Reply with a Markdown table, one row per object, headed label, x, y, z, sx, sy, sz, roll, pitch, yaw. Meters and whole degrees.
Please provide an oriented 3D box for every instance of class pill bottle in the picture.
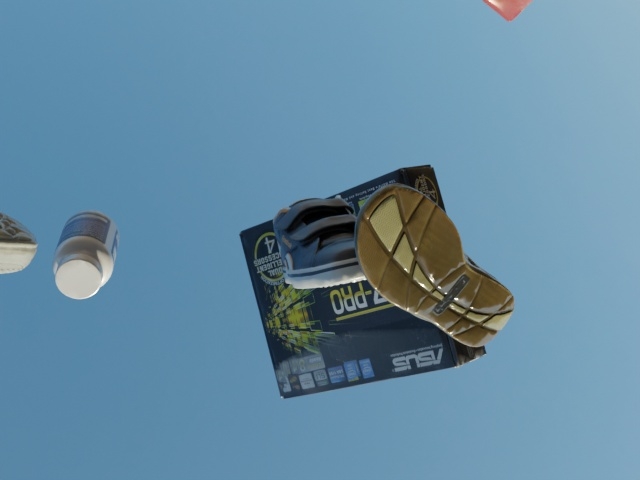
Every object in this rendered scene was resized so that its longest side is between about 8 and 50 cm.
| label | x | y | z | sx | sy | sz | roll | pitch | yaw |
| --- | --- | --- | --- | --- | --- | --- | --- | --- | --- |
| pill bottle | -0.377 | 0.024 | 1.346 | 0.094 | 0.094 | 0.169 | 30 | -163 | -19 |

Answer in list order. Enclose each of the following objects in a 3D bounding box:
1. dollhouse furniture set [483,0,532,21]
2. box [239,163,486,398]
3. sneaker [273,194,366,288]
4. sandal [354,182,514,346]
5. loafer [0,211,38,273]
| label | x | y | z | sx | sy | sz | roll | pitch | yaw |
| --- | --- | --- | --- | --- | --- | --- | --- | --- | --- |
| dollhouse furniture set | 0.373 | -0.389 | 1.122 | 0.152 | 0.374 | 0.201 | 16 | -102 | -39 |
| box | 0.055 | 0.081 | 1.417 | 0.097 | 0.395 | 0.318 | -12 | -95 | -49 |
| sneaker | 0.000 | 0.000 | 1.209 | 0.126 | 0.321 | 0.127 | -9 | -88 | -17 |
| sandal | 0.079 | 0.020 | 0.614 | 0.180 | 0.072 | 0.049 | 38 | -173 | -39 |
| loafer | -0.452 | 0.011 | 0.852 | 0.319 | 0.111 | 0.112 | 5 | -157 | -40 |
